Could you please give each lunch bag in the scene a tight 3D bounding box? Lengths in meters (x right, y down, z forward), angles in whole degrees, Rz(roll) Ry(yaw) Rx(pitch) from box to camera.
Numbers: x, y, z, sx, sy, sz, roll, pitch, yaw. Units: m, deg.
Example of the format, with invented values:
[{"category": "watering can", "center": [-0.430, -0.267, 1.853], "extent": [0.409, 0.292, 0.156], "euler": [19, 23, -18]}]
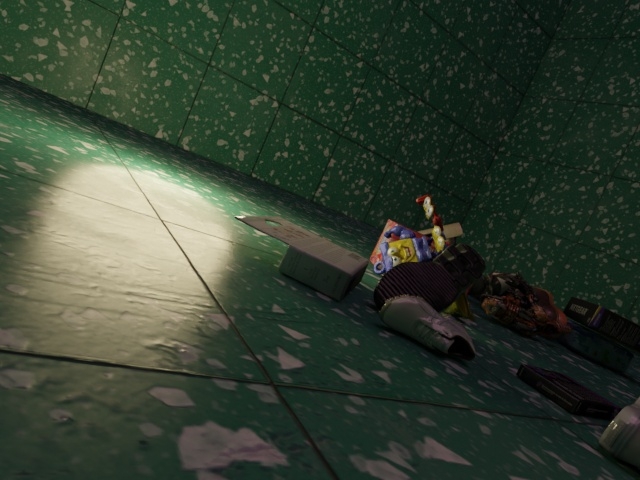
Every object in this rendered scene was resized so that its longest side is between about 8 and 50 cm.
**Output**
[{"category": "lunch bag", "center": [0.937, 0.359, 1.628], "extent": [0.218, 0.090, 0.176], "euler": [25, 4, -2]}]

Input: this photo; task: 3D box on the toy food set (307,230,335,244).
[{"category": "toy food set", "center": [0.000, 0.000, 1.400], "extent": [0.082, 0.020, 0.083], "euler": [18, 9, -44]}]

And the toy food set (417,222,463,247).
[{"category": "toy food set", "center": [0.438, 0.028, 1.844], "extent": [0.219, 0.093, 0.306], "euler": [-13, -19, 9]}]

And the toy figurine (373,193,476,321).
[{"category": "toy figurine", "center": [0.261, 0.078, 1.299], "extent": [0.191, 0.217, 0.363], "euler": [39, 35, -58]}]

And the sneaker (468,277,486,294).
[{"category": "sneaker", "center": [0.446, 0.128, 1.685], "extent": [0.299, 0.111, 0.121], "euler": [18, 13, 6]}]

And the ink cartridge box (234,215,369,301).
[{"category": "ink cartridge box", "center": [-0.032, 0.025, 0.953], "extent": [0.238, 0.060, 0.275], "euler": [25, 8, 10]}]

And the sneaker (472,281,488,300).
[{"category": "sneaker", "center": [0.626, 0.167, 1.939], "extent": [0.153, 0.099, 0.282], "euler": [9, 23, -48]}]

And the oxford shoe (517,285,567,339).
[{"category": "oxford shoe", "center": [0.782, 0.232, 1.750], "extent": [0.132, 0.130, 0.364], "euler": [29, 12, -1]}]

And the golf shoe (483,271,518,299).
[{"category": "golf shoe", "center": [0.663, 0.163, 1.687], "extent": [0.120, 0.105, 0.272], "euler": [-11, -5, 24]}]

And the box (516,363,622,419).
[{"category": "box", "center": [0.448, 0.274, 0.850], "extent": [0.162, 0.029, 0.116], "euler": [21, 7, -33]}]

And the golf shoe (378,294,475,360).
[{"category": "golf shoe", "center": [0.181, 0.145, 0.768], "extent": [0.176, 0.069, 0.086], "euler": [21, 14, -17]}]

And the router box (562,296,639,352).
[{"category": "router box", "center": [1.008, 0.298, 1.621], "extent": [0.242, 0.081, 0.309], "euler": [29, 5, 13]}]

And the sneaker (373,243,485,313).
[{"category": "sneaker", "center": [0.215, 0.114, 0.988], "extent": [0.330, 0.146, 0.123], "euler": [-13, 59, -42]}]

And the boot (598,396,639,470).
[{"category": "boot", "center": [0.503, 0.297, 0.681], "extent": [0.258, 0.095, 0.123], "euler": [5, 25, -45]}]

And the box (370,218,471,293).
[{"category": "box", "center": [0.325, 0.067, 1.476], "extent": [0.299, 0.154, 0.142], "euler": [25, 7, -5]}]

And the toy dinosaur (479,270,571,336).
[{"category": "toy dinosaur", "center": [0.635, 0.236, 1.475], "extent": [0.322, 0.164, 0.218], "euler": [41, 17, -18]}]
